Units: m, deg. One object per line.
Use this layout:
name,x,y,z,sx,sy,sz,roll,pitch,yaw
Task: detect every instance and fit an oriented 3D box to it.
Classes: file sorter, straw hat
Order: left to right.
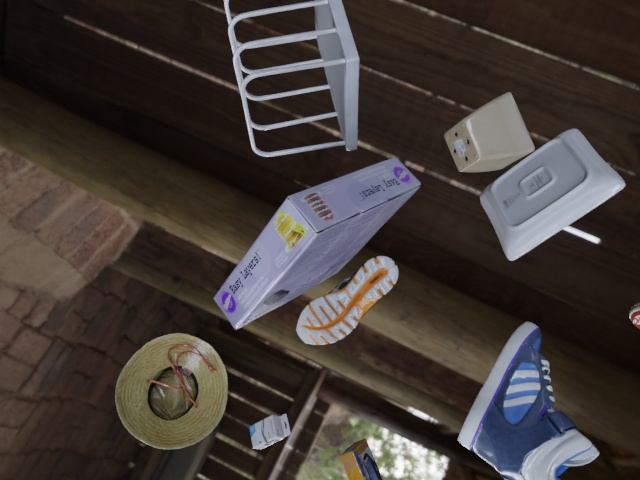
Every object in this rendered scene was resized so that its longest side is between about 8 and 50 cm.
straw hat,-0.187,0.196,0.786,0.145,0.144,0.061,-59,-178,-34
file sorter,-0.051,-0.295,0.983,0.193,0.172,0.278,85,-7,-59

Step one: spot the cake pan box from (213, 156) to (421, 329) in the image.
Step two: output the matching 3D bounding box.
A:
cake pan box,0.000,0.000,0.913,0.266,0.070,0.246,-26,164,-45

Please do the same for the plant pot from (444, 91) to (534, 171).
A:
plant pot,0.280,-0.174,1.068,0.096,0.109,0.109,-20,175,-20

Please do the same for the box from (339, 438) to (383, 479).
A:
box,0.078,0.389,0.979,0.028,0.136,0.081,-28,169,16

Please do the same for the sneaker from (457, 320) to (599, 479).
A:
sneaker,0.443,0.334,1.234,0.323,0.236,0.130,-49,151,-30

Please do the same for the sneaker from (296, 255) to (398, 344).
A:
sneaker,0.051,0.109,1.102,0.214,0.084,0.083,-37,178,5

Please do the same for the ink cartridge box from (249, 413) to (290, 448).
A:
ink cartridge box,-0.105,0.395,1.293,0.083,0.048,0.028,-33,145,22

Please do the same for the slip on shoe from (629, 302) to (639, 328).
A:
slip on shoe,0.747,0.218,1.212,0.101,0.331,0.123,-46,130,-6

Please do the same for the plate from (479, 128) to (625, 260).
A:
plate,0.490,-0.118,1.385,0.278,0.045,0.277,-38,-151,22
